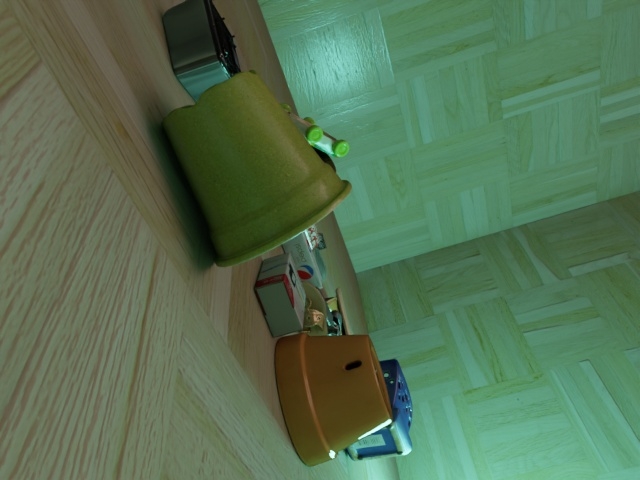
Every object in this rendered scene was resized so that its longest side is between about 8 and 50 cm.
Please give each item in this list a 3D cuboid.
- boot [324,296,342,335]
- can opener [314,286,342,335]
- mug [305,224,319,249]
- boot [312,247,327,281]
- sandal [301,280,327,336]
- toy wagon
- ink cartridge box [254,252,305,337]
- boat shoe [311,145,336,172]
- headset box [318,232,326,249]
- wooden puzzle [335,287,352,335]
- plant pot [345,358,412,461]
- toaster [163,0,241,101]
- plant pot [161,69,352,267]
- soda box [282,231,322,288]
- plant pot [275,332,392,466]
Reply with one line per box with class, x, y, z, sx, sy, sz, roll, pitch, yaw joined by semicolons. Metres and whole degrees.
boot;0.043;0.289;1.927;0.197;0.072;0.153;38;39;-74
can opener;0.007;0.228;1.693;0.283;0.075;0.095;67;29;-44
mug;-0.061;-0.062;1.721;0.169;0.113;0.150;72;24;-46
boot;-0.025;0.037;1.966;0.208;0.076;0.190;51;37;-57
sandal;-0.019;0.234;1.454;0.079;0.088;0.240;-105;-178;-79
toy wagon;-0.064;-0.384;1.760;0.344;0.068;0.267;20;17;-38
ink cartridge box;-0.089;0.120;1.214;0.175;0.072;0.128;-87;159;-70
boat shoe;-0.066;-0.283;1.825;0.302;0.109;0.098;40;-46;24
headset box;0.000;0.000;2.447;0.062;0.032;0.083;13;60;-83
wooden puzzle;0.079;0.329;2.087;0.239;0.044;0.221;93;-15;-64
plant pot;0.159;0.535;1.621;0.212;0.235;0.236;-86;159;-53
toaster;-0.233;-0.381;1.096;0.168;0.110;0.186;46;27;-75
plant pot;-0.124;-0.135;0.892;0.254;0.276;0.276;60;9;-14
soda box;-0.060;0.053;1.624;0.069;0.073;0.216;-92;164;-65
plant pot;0.039;0.335;1.190;0.291;0.203;0.291;-18;90;-84
